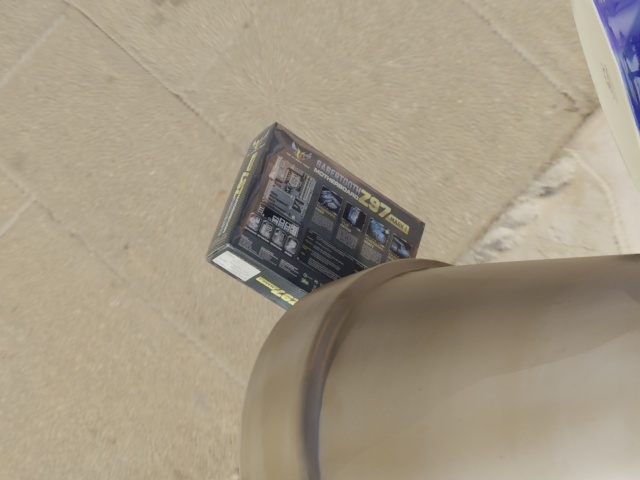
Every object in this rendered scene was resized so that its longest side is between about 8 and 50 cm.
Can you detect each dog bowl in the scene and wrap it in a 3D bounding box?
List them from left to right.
[{"bbox_3d":[0.337,-0.175,1.202,0.104,0.265,0.264,-18,97,9],"label":"dog bowl"}]

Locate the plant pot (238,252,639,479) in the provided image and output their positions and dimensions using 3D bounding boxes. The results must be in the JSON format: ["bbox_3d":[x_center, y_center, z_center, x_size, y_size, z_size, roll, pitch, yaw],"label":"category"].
[{"bbox_3d":[0.158,0.139,0.787,0.280,0.323,0.323,-23,99,42],"label":"plant pot"}]

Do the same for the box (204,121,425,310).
[{"bbox_3d":[0.000,0.000,1.379,0.233,0.059,0.183,33,55,-21],"label":"box"}]
